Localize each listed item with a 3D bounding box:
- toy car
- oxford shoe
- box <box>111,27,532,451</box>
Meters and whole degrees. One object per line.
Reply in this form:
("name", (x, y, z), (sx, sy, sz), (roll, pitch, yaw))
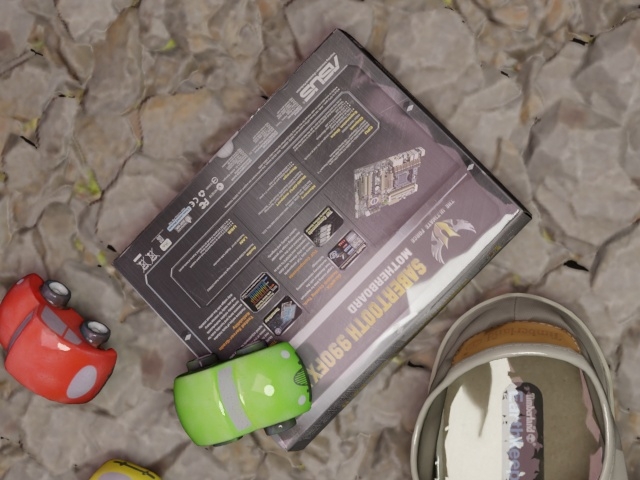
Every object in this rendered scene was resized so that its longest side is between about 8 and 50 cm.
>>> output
("toy car", (-0.111, 0.118, 1.055), (0.225, 0.053, 0.239), (-19, 90, 29))
("oxford shoe", (0.134, 0.257, 0.989), (0.169, 0.130, 0.449), (-5, 86, 9))
("box", (0.000, 0.000, 1.079), (0.183, 0.056, 0.231), (45, 97, 13))
